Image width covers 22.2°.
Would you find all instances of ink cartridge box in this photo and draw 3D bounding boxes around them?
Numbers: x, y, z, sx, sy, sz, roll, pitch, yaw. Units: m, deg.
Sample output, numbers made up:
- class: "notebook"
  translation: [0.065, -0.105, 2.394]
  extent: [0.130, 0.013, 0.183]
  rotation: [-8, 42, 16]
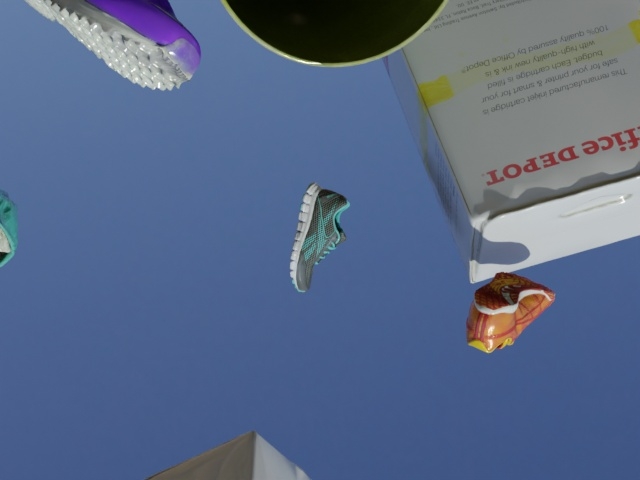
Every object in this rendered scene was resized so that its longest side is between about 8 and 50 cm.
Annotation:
- class: "ink cartridge box"
  translation: [0.237, -0.176, 1.859]
  extent: [0.279, 0.160, 0.384]
  rotation: [-16, -118, -5]

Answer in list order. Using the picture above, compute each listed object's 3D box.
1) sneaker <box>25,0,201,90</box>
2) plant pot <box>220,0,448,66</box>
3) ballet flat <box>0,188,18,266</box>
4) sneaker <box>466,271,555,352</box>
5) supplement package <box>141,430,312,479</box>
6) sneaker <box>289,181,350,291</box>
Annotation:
- class: "sneaker"
  translation: [-0.180, -0.244, 1.400]
  extent: [0.146, 0.102, 0.293]
  rotation: [-49, -128, -5]
- class: "plant pot"
  translation: [-0.019, -0.344, 1.723]
  extent: [0.275, 0.274, 0.293]
  rotation: [-11, -161, -13]
- class: "ballet flat"
  translation: [-0.304, -0.017, 1.367]
  extent: [0.083, 0.087, 0.247]
  rotation: [-8, 170, 4]
- class: "sneaker"
  translation: [0.194, 0.075, 1.712]
  extent: [0.064, 0.067, 0.175]
  rotation: [24, -160, 26]
- class: "supplement package"
  translation: [-0.093, 0.386, 1.730]
  extent: [0.175, 0.177, 0.293]
  rotation: [-27, -143, 26]
- class: "sneaker"
  translation: [0.000, 0.000, 2.444]
  extent: [0.076, 0.166, 0.065]
  rotation: [13, -171, 10]
